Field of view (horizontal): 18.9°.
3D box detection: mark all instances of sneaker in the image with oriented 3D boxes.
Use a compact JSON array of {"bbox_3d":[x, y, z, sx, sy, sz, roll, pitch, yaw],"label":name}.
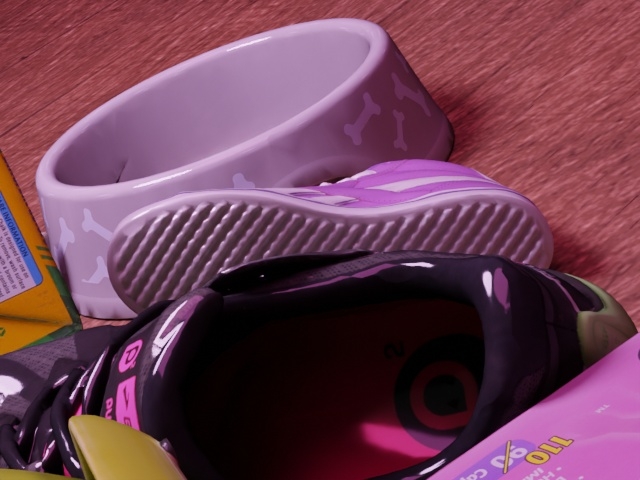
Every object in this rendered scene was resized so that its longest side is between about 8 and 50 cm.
[{"bbox_3d":[0.000,0.001,1.273,0.282,0.102,0.161,0,15,-7],"label":"sneaker"},{"bbox_3d":[-0.082,0.093,0.977,0.483,0.202,0.185,-19,65,14],"label":"sneaker"}]

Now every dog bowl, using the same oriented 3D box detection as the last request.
[{"bbox_3d":[-0.071,-0.070,1.555,0.349,0.102,0.349,-19,22,8],"label":"dog bowl"}]

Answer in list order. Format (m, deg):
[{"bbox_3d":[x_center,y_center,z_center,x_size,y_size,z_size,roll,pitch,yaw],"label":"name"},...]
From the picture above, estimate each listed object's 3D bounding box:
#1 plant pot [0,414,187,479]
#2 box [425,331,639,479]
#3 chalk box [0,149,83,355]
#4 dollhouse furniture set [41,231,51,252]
[{"bbox_3d":[-0.117,0.208,0.765,0.207,0.228,0.227,-21,19,-11],"label":"plant pot"},{"bbox_3d":[0.162,0.144,0.768,0.213,0.117,0.243,-31,23,-22],"label":"box"},{"bbox_3d":[-0.261,0.055,1.260,0.179,0.180,0.289,-26,-13,-11],"label":"chalk box"},{"bbox_3d":[-0.398,0.105,1.459,0.374,0.152,0.201,-17,13,-38],"label":"dollhouse furniture set"}]
